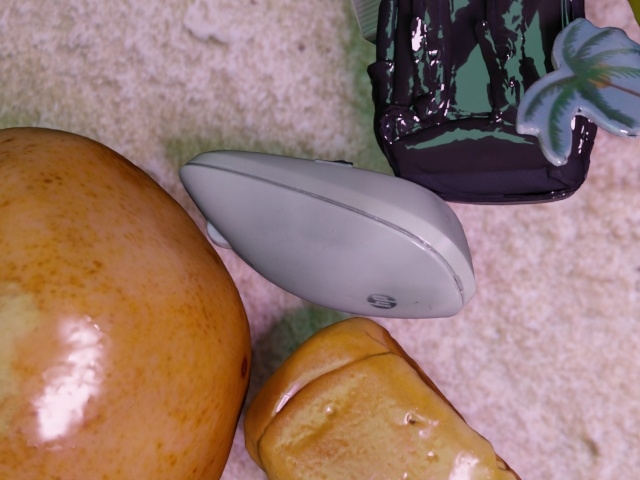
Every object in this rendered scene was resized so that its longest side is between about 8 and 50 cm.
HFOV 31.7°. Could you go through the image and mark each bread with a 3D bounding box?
[{"bbox_3d":[0.071,0.215,0.944,0.167,0.132,0.294,-42,68,-1],"label":"bread"}]

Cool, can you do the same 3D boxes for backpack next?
[{"bbox_3d":[0.136,-0.155,0.942,0.206,0.133,0.258,0,95,20],"label":"backpack"}]

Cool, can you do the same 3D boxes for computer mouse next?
[{"bbox_3d":[-0.002,0.005,0.989,0.288,0.159,0.097,10,63,27],"label":"computer mouse"}]

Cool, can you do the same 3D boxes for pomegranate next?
[{"bbox_3d":[-0.270,0.106,0.992,0.416,0.416,0.417,-3,83,25],"label":"pomegranate"}]

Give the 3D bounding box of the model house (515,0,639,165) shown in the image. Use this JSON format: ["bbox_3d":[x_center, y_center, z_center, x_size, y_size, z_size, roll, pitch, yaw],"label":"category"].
[{"bbox_3d":[0.297,-0.207,0.747,0.323,0.340,0.300,47,145,29],"label":"model house"}]

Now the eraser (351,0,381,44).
[{"bbox_3d":[0.130,-0.263,1.020,0.225,0.052,0.096,-21,74,22],"label":"eraser"}]
